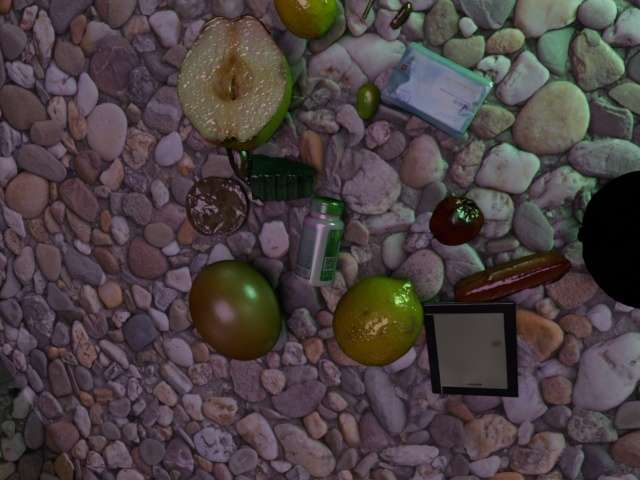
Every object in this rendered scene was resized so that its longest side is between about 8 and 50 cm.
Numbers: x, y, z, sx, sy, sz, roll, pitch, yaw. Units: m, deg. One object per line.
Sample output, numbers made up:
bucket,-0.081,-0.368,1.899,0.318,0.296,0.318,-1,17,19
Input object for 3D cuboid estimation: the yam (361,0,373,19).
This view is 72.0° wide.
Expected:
yam,0.149,-0.700,1.289,0.014,0.014,0.107,31,108,10

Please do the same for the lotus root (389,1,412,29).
lotus root,0.234,-0.642,1.260,0.030,0.037,0.083,40,109,3

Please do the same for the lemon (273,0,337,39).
lemon,-0.043,-0.685,1.271,0.180,0.180,0.193,-49,61,19

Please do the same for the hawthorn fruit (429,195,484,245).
hawthorn fruit,0.386,-0.048,1.280,0.148,0.148,0.172,39,136,7

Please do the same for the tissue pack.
tissue pack,0.326,-0.423,1.244,0.263,0.089,0.177,32,110,10

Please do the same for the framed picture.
framed picture,0.457,0.336,1.340,0.264,0.016,0.347,-5,112,19

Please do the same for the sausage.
sausage,0.542,0.110,1.270,0.330,0.102,0.102,-22,93,21

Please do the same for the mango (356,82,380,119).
mango,0.142,-0.417,1.324,0.073,0.056,0.108,21,118,17

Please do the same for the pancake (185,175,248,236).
pancake,-0.364,-0.120,1.547,0.236,0.042,0.223,-28,86,17

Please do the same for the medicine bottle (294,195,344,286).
medicine bottle,0.000,0.000,1.404,0.133,0.133,0.274,14,105,15

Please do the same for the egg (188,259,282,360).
egg,-0.276,0.229,1.455,0.282,0.282,0.351,-29,93,20

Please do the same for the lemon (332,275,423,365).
lemon,0.175,0.236,1.326,0.258,0.258,0.310,42,111,6

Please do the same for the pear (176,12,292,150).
pear,-0.246,-0.463,1.359,0.340,0.191,0.387,4,87,9

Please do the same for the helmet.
helmet,0.806,-0.005,1.112,0.270,0.197,0.338,-14,90,27

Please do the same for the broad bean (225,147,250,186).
broad bean,-0.297,-0.332,1.475,0.077,0.061,0.339,-20,93,32

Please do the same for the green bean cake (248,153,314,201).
green bean cake,-0.126,-0.204,1.410,0.208,0.193,0.107,-3,119,-5
